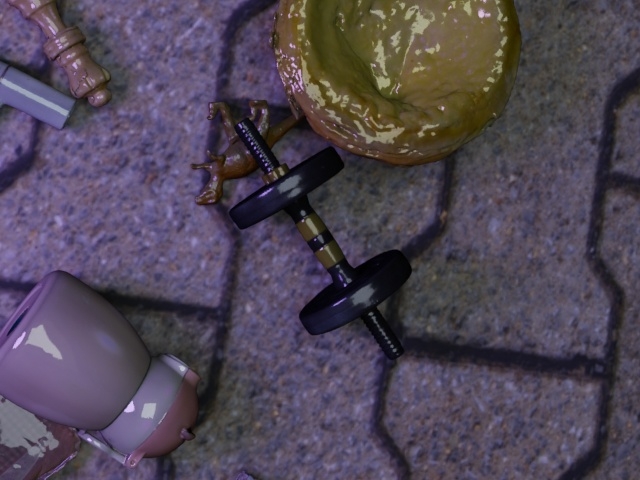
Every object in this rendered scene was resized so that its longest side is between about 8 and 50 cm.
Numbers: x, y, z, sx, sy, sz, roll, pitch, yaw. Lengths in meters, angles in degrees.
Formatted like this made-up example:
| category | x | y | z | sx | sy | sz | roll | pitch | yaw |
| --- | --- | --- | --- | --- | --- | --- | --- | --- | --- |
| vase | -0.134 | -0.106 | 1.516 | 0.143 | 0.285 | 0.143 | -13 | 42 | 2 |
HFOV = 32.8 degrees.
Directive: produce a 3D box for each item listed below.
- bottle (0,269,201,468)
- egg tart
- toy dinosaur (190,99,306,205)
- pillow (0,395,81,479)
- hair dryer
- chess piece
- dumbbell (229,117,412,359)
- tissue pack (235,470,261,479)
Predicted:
| category | x | y | z | sx | sy | sz | roll | pitch | yaw |
| --- | --- | --- | --- | --- | --- | --- | --- | --- | --- |
| bottle | -0.237 | 0.153 | 1.195 | 0.236 | 0.147 | 0.147 | 37 | 82 | -16 |
| egg tart | 0.086 | -0.236 | 1.283 | 0.315 | 0.120 | 0.314 | 0 | 88 | -14 |
| toy dinosaur | -0.074 | -0.105 | 1.290 | 0.162 | 0.039 | 0.126 | -2 | 99 | -17 |
| pillow | -0.381 | 0.253 | 1.213 | 0.211 | 0.034 | 0.135 | -44 | 99 | -8 |
| hair dryer | -0.384 | -0.113 | 1.224 | 0.155 | 0.044 | 0.183 | 26 | 88 | -9 |
| chess piece | -0.294 | -0.227 | 1.235 | 0.060 | 0.060 | 0.172 | -34 | 98 | -11 |
| dumbbell | 0.000 | 0.000 | 1.243 | 0.143 | 0.143 | 0.325 | -35 | 96 | -11 |
| tissue pack | -0.070 | 0.321 | 1.263 | 0.094 | 0.059 | 0.074 | 35 | 84 | -8 |
